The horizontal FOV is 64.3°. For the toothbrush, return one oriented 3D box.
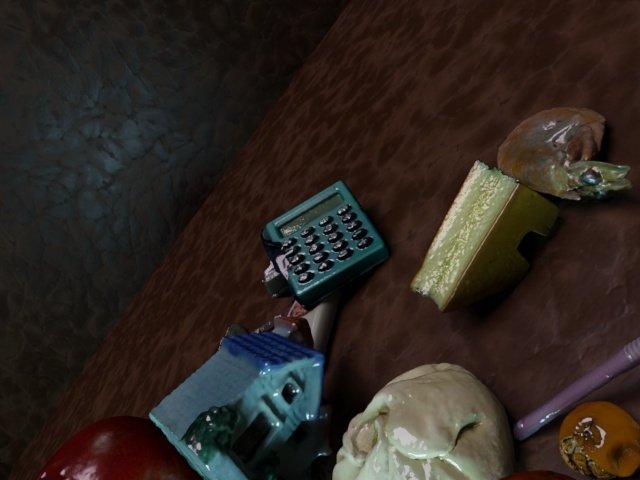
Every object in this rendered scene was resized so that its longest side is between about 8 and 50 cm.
[{"bbox_3d":[0.319,0.122,0.538,0.354,0.029,0.024,-58,7,37],"label":"toothbrush"}]

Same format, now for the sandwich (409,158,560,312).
[{"bbox_3d":[0.253,0.006,0.804,0.236,0.128,0.122,-60,27,6],"label":"sandwich"}]

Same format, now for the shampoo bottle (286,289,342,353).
[{"bbox_3d":[-0.006,0.147,1.147,0.153,0.071,0.284,-11,51,54],"label":"shampoo bottle"}]

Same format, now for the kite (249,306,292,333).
[{"bbox_3d":[-0.170,0.287,1.325,0.360,0.022,0.204,-39,31,33],"label":"kite"}]

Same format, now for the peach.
[{"bbox_3d":[-0.412,0.537,1.081,0.406,0.335,0.310,-34,6,46],"label":"peach"}]

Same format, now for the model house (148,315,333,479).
[{"bbox_3d":[-0.069,0.292,0.875,0.251,0.295,0.329,-4,34,51],"label":"model house"}]

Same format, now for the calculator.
[{"bbox_3d":[0.000,0.000,1.168,0.248,0.058,0.274,-31,47,3],"label":"calculator"}]

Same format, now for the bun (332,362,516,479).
[{"bbox_3d":[0.121,0.280,0.660,0.259,0.160,0.259,-39,31,29],"label":"bun"}]

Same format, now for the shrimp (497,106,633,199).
[{"bbox_3d":[0.392,-0.143,0.806,0.168,0.077,0.317,-48,23,8],"label":"shrimp"}]

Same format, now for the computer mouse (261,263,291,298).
[{"bbox_3d":[-0.048,0.065,1.280,0.231,0.126,0.071,-48,46,4],"label":"computer mouse"}]

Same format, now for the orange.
[{"bbox_3d":[0.298,0.211,0.546,0.086,0.062,0.086,-39,27,25],"label":"orange"}]

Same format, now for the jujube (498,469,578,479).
[{"bbox_3d":[0.219,0.337,0.382,0.223,0.223,0.318,-48,18,14],"label":"jujube"}]

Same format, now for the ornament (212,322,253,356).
[{"bbox_3d":[-0.266,0.338,1.331,0.251,0.106,0.260,-61,14,-20],"label":"ornament"}]
